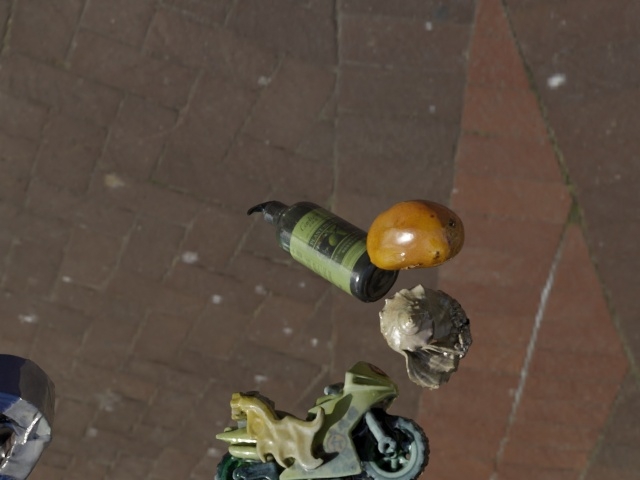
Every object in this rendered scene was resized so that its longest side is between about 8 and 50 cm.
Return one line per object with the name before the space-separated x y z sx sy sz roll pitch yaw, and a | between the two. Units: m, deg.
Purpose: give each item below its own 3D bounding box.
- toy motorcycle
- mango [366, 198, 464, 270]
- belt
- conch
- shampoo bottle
toy motorcycle | -0.008 0.356 1.997 0.410 0.236 0.169 -14 154 16
mango | 0.129 -0.003 1.583 0.159 0.084 0.105 -19 113 28
belt | -0.612 0.350 1.908 0.347 0.117 0.212 -40 119 15
conch | 0.191 0.177 1.965 0.163 0.178 0.245 8 170 14
shampoo bottle | 0.000 0.000 1.826 0.284 0.101 0.101 31 157 36
